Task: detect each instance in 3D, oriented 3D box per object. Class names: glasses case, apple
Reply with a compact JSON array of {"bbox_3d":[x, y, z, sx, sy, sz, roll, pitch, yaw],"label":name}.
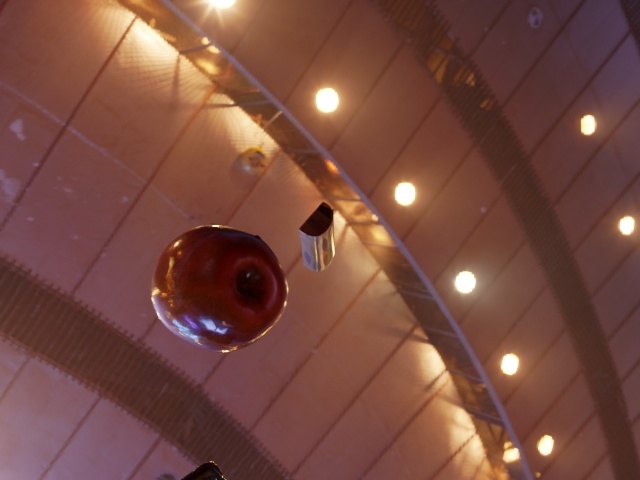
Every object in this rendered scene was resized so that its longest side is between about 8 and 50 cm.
[{"bbox_3d":[0.001,0.000,1.286,0.065,0.041,0.170,-50,-15,-16],"label":"glasses case"},{"bbox_3d":[-0.121,0.059,0.919,0.163,0.139,0.163,1,-91,-43],"label":"apple"}]

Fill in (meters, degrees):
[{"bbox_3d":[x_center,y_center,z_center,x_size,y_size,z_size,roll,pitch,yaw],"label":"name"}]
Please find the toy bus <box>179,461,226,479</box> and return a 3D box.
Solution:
[{"bbox_3d":[-0.184,0.412,0.848,0.287,0.175,0.138,-31,-55,-26],"label":"toy bus"}]
